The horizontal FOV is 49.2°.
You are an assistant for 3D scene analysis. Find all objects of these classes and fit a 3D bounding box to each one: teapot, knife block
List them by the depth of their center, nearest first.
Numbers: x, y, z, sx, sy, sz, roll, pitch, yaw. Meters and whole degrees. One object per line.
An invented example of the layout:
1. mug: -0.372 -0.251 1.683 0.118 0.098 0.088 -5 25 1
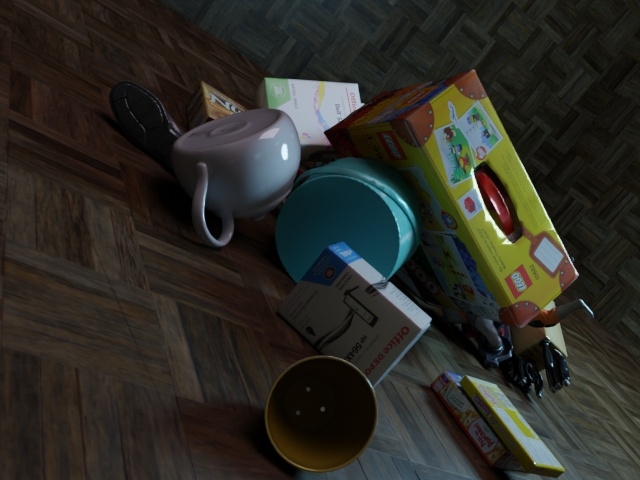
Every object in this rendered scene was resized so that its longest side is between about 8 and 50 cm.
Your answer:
1. teapot: -0.144 -0.119 1.286 0.252 0.256 0.187 38 -33 61
2. knife block: 0.550 0.246 1.713 0.088 0.275 0.242 42 -15 -20

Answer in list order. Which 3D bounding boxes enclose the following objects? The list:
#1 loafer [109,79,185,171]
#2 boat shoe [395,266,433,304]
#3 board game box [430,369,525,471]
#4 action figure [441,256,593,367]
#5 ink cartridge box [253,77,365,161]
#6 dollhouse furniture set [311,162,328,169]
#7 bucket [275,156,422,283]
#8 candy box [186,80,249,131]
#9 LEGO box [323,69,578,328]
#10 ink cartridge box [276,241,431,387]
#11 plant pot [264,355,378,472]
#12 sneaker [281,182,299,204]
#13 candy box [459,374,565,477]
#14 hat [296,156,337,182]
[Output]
1. loafer: -0.320 -0.208 1.414 0.267 0.096 0.084 45 -3 2
2. boat shoe: 0.231 0.055 1.833 0.258 0.084 0.095 43 17 16
3. board game box: 0.308 0.334 1.292 0.147 0.045 0.193 24 21 -41
4. action figure: 0.451 0.122 1.715 0.341 0.330 0.178 -97 169 -48
5. ink cartridge box: 0.005 -0.333 1.959 0.354 0.119 0.207 -2 72 -22
6. dollhouse furniture set: 0.008 -0.289 2.112 0.242 0.212 0.161 5 23 -13
7. bucket: 0.053 -0.025 1.359 0.281 0.281 0.183 38 20 3
8. candy box: -0.237 -0.284 1.769 0.183 0.087 0.316 30 18 -25
9. LEGO box: 0.275 -0.087 1.529 0.500 0.193 0.372 58 -17 -17
10. ink cartridge box: 0.056 0.124 1.146 0.203 0.148 0.086 41 15 12
11. plant pot: -0.006 0.205 0.858 0.134 0.134 0.095 36 -10 -5
12. sneaker: 0.019 -0.055 1.577 0.271 0.108 0.100 40 17 9
13. candy box: 0.335 0.326 1.234 0.105 0.027 0.206 21 23 -39
14. hat: -0.020 -0.125 1.907 0.173 0.184 0.208 76 -5 -54
